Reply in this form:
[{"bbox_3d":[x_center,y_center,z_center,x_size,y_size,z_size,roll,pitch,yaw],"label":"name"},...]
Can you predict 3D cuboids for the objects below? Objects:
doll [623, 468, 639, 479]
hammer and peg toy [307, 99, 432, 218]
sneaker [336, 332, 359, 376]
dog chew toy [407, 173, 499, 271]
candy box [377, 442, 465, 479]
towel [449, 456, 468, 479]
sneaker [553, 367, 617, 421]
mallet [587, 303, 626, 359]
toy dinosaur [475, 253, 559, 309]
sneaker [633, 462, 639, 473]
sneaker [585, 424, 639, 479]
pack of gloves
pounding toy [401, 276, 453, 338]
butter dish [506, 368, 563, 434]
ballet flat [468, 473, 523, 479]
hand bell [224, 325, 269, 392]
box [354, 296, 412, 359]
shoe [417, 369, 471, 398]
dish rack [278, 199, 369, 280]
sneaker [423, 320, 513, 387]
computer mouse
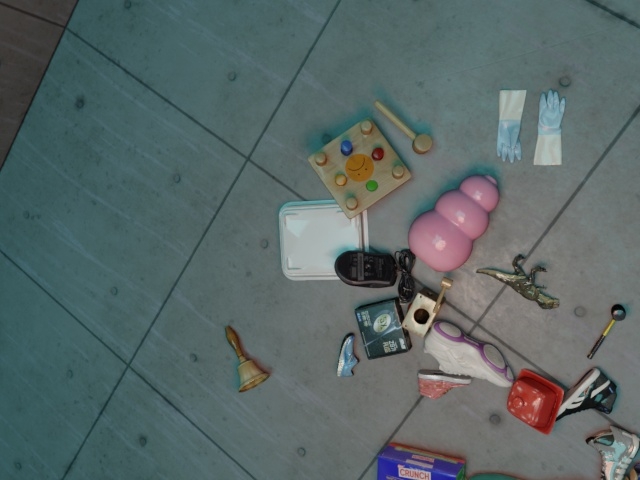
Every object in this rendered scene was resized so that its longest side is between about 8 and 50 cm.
[{"bbox_3d":[1.000,0.747,1.698,0.188,0.046,0.129,22,122,3],"label":"doll"},{"bbox_3d":[0.168,-0.274,1.886,0.361,0.127,0.266,-35,82,0],"label":"hammer and peg toy"},{"bbox_3d":[0.104,0.403,2.009,0.073,0.063,0.162,10,102,1],"label":"sneaker"},{"bbox_3d":[0.426,-0.064,1.787,0.206,0.206,0.332,40,97,13],"label":"dog chew toy"},{"bbox_3d":[0.328,0.865,1.895,0.268,0.122,0.318,5,100,27],"label":"candy box"},{"bbox_3d":[0.442,0.814,1.923,0.110,0.027,0.148,-38,80,17],"label":"towel"},{"bbox_3d":[0.808,0.504,1.743,0.121,0.079,0.217,42,106,12],"label":"sneaker"},{"bbox_3d":[0.856,0.280,1.719,0.039,0.062,0.190,29,103,17],"label":"mallet"},{"bbox_3d":[0.632,0.117,1.792,0.268,0.064,0.118,29,109,19],"label":"toy dinosaur"},{"bbox_3d":[1.009,0.665,1.700,0.144,0.059,0.053,-22,118,35],"label":"sneaker"},{"bbox_3d":[0.859,0.666,1.742,0.132,0.086,0.229,27,92,21],"label":"sneaker"},{"bbox_3d":[0.645,-0.350,1.762,0.194,0.046,0.232,3,95,20],"label":"pack of gloves"},{"bbox_3d":[0.339,0.198,1.836,0.094,0.181,0.206,28,102,16],"label":"pounding toy"},{"bbox_3d":[0.636,0.497,1.760,0.160,0.118,0.160,26,105,51],"label":"butter dish"},{"bbox_3d":[0.661,0.831,1.793,0.400,0.139,0.139,-5,92,27],"label":"ballet flat"},{"bbox_3d":[-0.301,0.428,2.137,0.126,0.126,0.242,-38,70,18],"label":"hand bell"},{"bbox_3d":[0.214,0.298,1.943,0.147,0.077,0.180,-15,88,19],"label":"box"},{"bbox_3d":[0.411,0.480,1.896,0.177,0.063,0.081,0,99,22],"label":"shoe"},{"bbox_3d":[0.000,0.000,2.005,0.332,0.072,0.286,-2,92,19],"label":"dish rack"},{"bbox_3d":[0.476,0.386,1.857,0.305,0.114,0.152,33,124,14],"label":"sneaker"},{"bbox_3d":[0.175,0.110,1.902,0.272,0.072,0.189,8,68,-6],"label":"computer mouse"}]
